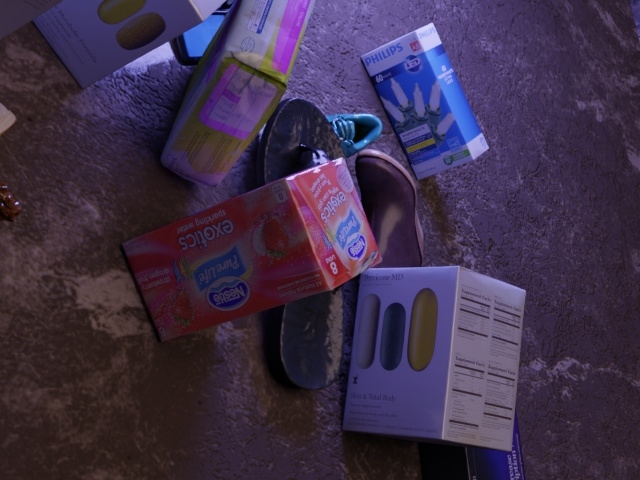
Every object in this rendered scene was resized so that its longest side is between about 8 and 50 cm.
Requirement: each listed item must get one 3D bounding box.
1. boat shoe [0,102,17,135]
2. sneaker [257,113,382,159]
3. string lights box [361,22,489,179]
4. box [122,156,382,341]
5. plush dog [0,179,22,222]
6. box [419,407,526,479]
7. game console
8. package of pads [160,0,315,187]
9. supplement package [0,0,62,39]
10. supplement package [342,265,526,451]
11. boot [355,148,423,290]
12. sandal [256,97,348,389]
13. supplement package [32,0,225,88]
[{"bbox_3d":[-0.426,-0.121,1.299,0.059,0.063,0.170,53,31,-18],"label":"boat shoe"},{"bbox_3d":[-0.001,-0.171,1.802,0.275,0.110,0.107,-21,91,-52],"label":"sneaker"},{"bbox_3d":[0.196,-0.259,2.065,0.077,0.133,0.259,-36,103,-51],"label":"string lights box"},{"bbox_3d":[-0.093,0.016,1.449,0.142,0.300,0.154,-26,97,-54],"label":"box"},{"bbox_3d":[-0.439,-0.032,1.102,0.262,0.225,0.210,-22,92,-53],"label":"plush dog"},{"bbox_3d":[0.261,0.352,1.908,0.184,0.103,0.261,13,65,-45],"label":"box"},{"bbox_3d":[-0.161,-0.350,1.708,0.085,0.124,0.144,50,33,17],"label":"game console"},{"bbox_3d":[-0.113,-0.231,1.535,0.101,0.296,0.229,25,56,-13],"label":"package of pads"},{"bbox_3d":[-0.405,-0.335,1.221,0.175,0.293,0.177,29,53,-42],"label":"supplement package"},{"bbox_3d":[0.183,0.189,1.757,0.198,0.199,0.262,19,74,-46],"label":"supplement package"},{"bbox_3d":[0.105,-0.006,1.855,0.248,0.090,0.206,59,39,-36],"label":"boot"},{"bbox_3d":[0.002,0.001,1.666,0.168,0.107,0.445,1,84,-42],"label":"sandal"},{"bbox_3d":[-0.245,-0.326,1.457,0.139,0.244,0.134,55,40,-19],"label":"supplement package"}]
